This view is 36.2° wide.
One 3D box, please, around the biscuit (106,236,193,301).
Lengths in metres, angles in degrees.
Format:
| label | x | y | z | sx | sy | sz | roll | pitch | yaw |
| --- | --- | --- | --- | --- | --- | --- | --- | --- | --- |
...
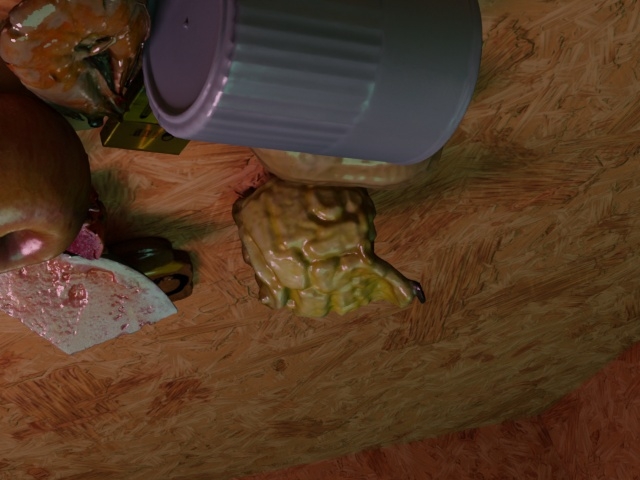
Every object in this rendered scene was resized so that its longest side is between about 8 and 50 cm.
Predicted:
| label | x | y | z | sx | sy | sz | roll | pitch | yaw |
| --- | --- | --- | --- | --- | --- | --- | --- | --- | --- |
| biscuit | -0.327 | 0.082 | 1.746 | 0.209 | 0.041 | 0.290 | -12 | 153 | -12 |

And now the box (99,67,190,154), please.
| label | x | y | z | sx | sy | sz | roll | pitch | yaw |
| --- | --- | --- | --- | --- | --- | --- | --- | --- | --- |
| box | -0.204 | -0.185 | 1.317 | 0.121 | 0.030 | 0.193 | 3 | 146 | -37 |

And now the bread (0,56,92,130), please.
| label | x | y | z | sx | sy | sz | roll | pitch | yaw |
| --- | --- | --- | --- | --- | --- | --- | --- | --- | --- |
| bread | -0.364 | -0.177 | 1.189 | 0.178 | 0.060 | 0.139 | -9 | 152 | -19 |

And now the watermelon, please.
| label | x | y | z | sx | sy | sz | roll | pitch | yaw |
| --- | --- | --- | --- | --- | --- | --- | --- | --- | --- |
| watermelon | -0.403 | 0.077 | 1.543 | 0.256 | 0.176 | 0.260 | -15 | 131 | 36 |

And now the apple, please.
| label | x | y | z | sx | sy | sz | roll | pitch | yaw |
| --- | --- | --- | --- | --- | --- | --- | --- | --- | --- |
| apple | -0.369 | -0.064 | 1.126 | 0.211 | 0.187 | 0.211 | -16 | 157 | -7 |

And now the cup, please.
| label | x | y | z | sx | sy | sz | roll | pitch | yaw |
| --- | --- | --- | --- | --- | --- | --- | --- | --- | --- |
| cup | -0.002 | -0.240 | 1.086 | 0.311 | 0.256 | 0.331 | 1 | 150 | -32 |

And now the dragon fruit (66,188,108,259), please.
| label | x | y | z | sx | sy | sz | roll | pitch | yaw |
| --- | --- | --- | --- | --- | --- | --- | --- | --- | --- |
| dragon fruit | -0.357 | -0.043 | 1.423 | 0.147 | 0.102 | 0.096 | 14 | 133 | -45 |

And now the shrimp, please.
| label | x | y | z | sx | sy | sz | roll | pitch | yaw |
| --- | --- | --- | --- | --- | --- | --- | --- | --- | --- |
| shrimp | -0.248 | -0.193 | 1.062 | 0.154 | 0.062 | 0.294 | -26 | 168 | -6 |

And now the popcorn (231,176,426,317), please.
| label | x | y | z | sx | sy | sz | roll | pitch | yaw |
| --- | --- | --- | --- | --- | --- | --- | --- | --- | --- |
| popcorn | -0.009 | 0.003 | 1.584 | 0.237 | 0.293 | 0.293 | -28 | 153 | 4 |

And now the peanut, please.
| label | x | y | z | sx | sy | sz | roll | pitch | yaw |
| --- | --- | --- | --- | --- | --- | --- | --- | --- | --- |
| peanut | 0.024 | -0.151 | 1.393 | 0.340 | 0.158 | 0.174 | -3 | 171 | -22 |
